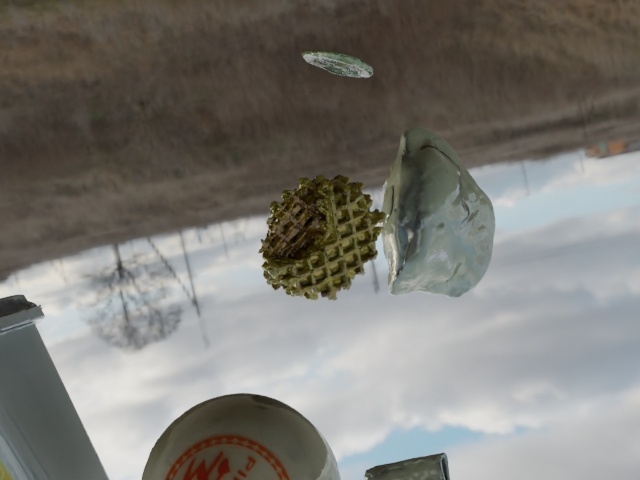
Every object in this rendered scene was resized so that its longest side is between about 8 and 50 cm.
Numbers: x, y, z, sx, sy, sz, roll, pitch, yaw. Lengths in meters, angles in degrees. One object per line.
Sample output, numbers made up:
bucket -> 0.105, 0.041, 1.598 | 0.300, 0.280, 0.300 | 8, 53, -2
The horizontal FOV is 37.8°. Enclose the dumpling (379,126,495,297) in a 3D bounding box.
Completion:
dumpling -> 0.226, -0.045, 1.716 | 0.242, 0.318, 0.187 | 9, 180, -16

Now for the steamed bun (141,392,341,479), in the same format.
steamed bun -> -0.094, 0.289, 1.037 | 0.231, 0.232, 0.145 | -12, 177, 9

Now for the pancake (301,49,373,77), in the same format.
pancake -> 0.027, -0.245, 1.294 | 0.108, 0.017, 0.108 | 16, -179, 0

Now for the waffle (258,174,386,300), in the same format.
waffle -> 0.000, 0.000, 1.358 | 0.197, 0.193, 0.070 | -2, -152, -34

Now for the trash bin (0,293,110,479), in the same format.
trash bin -> -0.466, 0.279, 1.349 | 0.255, 0.368, 0.296 | -33, 178, 10

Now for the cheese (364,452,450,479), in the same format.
cheese -> 0.120, 0.405, 0.882 | 0.085, 0.400, 0.034 | -11, 176, -3
